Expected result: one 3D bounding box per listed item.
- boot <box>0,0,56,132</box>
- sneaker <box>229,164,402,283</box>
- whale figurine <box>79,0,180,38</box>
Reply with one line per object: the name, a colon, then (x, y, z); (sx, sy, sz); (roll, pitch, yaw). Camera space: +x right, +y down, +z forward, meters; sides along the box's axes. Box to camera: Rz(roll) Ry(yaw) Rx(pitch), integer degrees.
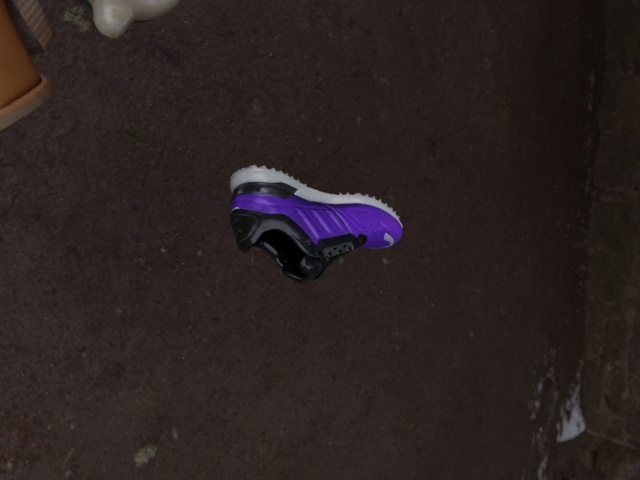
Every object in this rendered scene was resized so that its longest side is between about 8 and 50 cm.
boot: (-0.284, -0.195, 0.273); (0.220, 0.108, 0.284); (71, 3, -49)
sneaker: (-0.001, 0.000, 0.636); (0.293, 0.102, 0.146); (12, 60, -26)
whale figurine: (-0.309, -0.369, 0.534); (0.272, 0.141, 0.216); (-31, 119, -40)
